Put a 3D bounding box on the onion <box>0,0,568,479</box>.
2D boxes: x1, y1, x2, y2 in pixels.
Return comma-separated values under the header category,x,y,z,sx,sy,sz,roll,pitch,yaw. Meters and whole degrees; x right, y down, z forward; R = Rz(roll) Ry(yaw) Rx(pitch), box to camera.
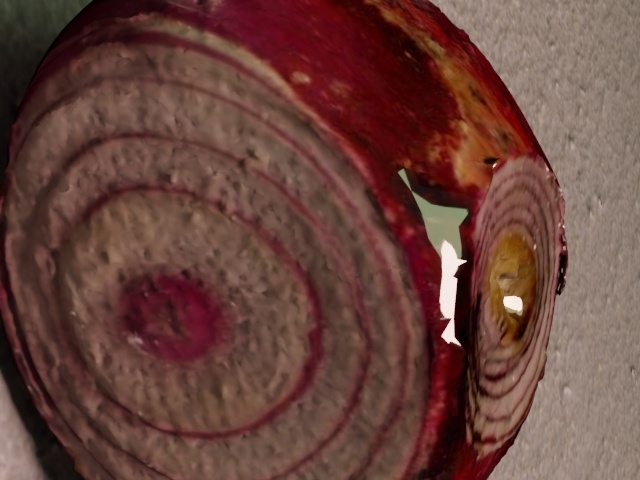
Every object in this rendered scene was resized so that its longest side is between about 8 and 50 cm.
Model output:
category,x,y,z,sx,sy,sz,roll,pitch,yaw
onion,0.000,0.000,0.833,0.260,0.282,0.337,-37,117,-52
